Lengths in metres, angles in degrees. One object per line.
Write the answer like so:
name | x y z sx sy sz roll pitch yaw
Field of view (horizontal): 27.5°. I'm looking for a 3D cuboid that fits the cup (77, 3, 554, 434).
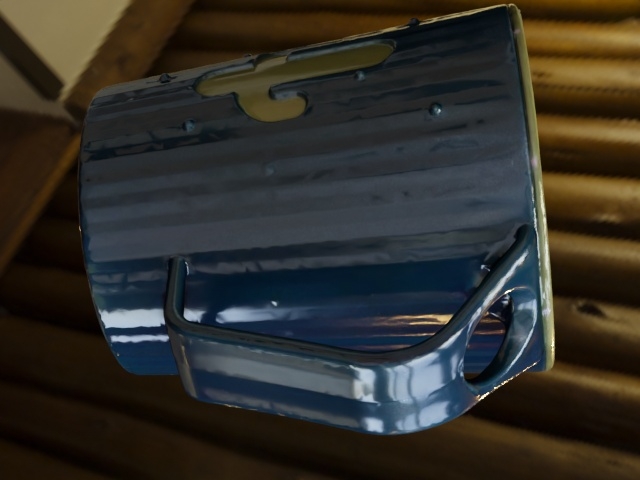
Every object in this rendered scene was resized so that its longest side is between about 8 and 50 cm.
cup | 0.000 0.000 0.460 0.155 0.131 0.176 -5 -148 8
